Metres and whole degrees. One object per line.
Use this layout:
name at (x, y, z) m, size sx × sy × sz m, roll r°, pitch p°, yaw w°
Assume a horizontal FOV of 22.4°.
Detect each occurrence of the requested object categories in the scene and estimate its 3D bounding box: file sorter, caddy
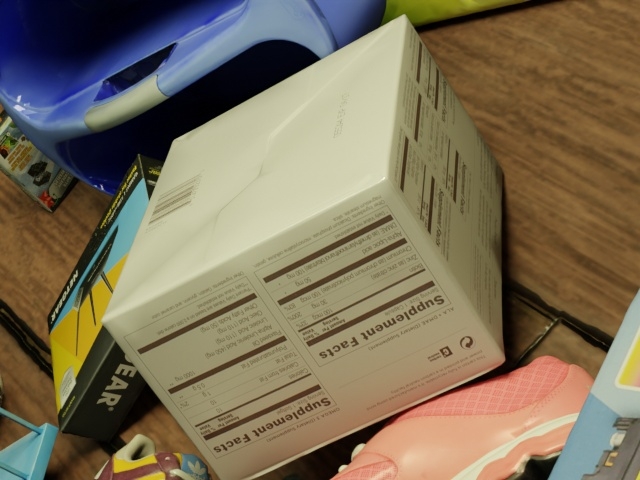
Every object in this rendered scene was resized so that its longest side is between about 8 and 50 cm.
file sorter at (-0.284, 0.207, 1.180) m, size 0.118 × 0.104 × 0.170 m, roll -33°, pitch 35°, yaw 44°
caddy at (-0.114, -0.152, 1.259) m, size 0.341 × 0.241 × 0.179 m, roll -20°, pitch 29°, yaw 44°

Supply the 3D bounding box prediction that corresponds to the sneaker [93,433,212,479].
sneaker at (-0.097, 0.186, 1.091) m, size 0.185 × 0.069 × 0.084 m, roll 20°, pitch 74°, yaw 47°

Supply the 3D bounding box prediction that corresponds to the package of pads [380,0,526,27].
package of pads at (0.132, -0.295, 1.317) m, size 0.296 × 0.101 × 0.229 m, roll -8°, pitch 50°, yaw 35°

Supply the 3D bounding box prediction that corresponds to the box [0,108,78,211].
box at (-0.236, -0.107, 1.462) m, size 0.027 × 0.094 × 0.137 m, roll 20°, pitch 68°, yaw 48°

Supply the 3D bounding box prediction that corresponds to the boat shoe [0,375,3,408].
boat shoe at (-0.352, 0.169, 1.321) m, size 0.206 × 0.075 × 0.065 m, roll -28°, pitch 38°, yaw 11°

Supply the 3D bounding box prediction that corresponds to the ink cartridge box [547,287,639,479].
ink cartridge box at (0.207, 0.230, 0.734) m, size 0.270 × 0.151 × 0.395 m, roll 7°, pitch 61°, yaw 44°

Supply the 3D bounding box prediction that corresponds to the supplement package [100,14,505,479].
supplement package at (0.000, 0.000, 1.065) m, size 0.204 × 0.145 × 0.262 m, roll -27°, pitch 22°, yaw 19°

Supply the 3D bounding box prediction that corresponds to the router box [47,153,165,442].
router box at (-0.150, 0.044, 1.227) m, size 0.179 × 0.046 × 0.133 m, roll -57°, pitch 31°, yaw 29°

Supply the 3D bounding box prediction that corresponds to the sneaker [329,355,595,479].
sneaker at (0.047, 0.173, 0.973) m, size 0.314 × 0.116 × 0.136 m, roll -27°, pitch 30°, yaw 8°
